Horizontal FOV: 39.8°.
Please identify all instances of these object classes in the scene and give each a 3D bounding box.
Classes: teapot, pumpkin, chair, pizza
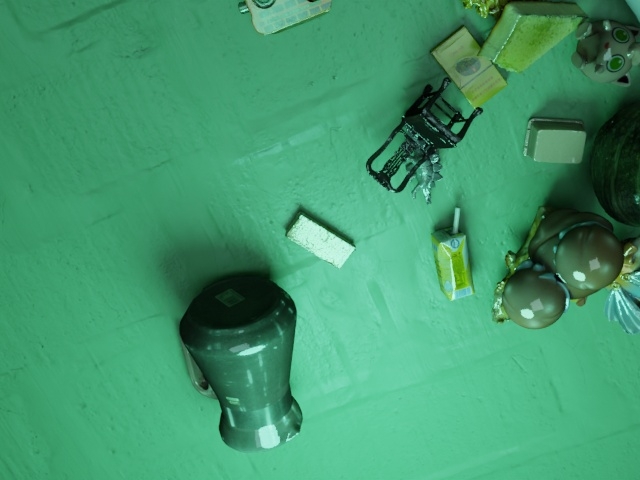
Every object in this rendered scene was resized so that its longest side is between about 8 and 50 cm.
[{"bbox_3d":[-0.180,0.271,1.956,0.300,0.253,0.343,10,123,31],"label":"teapot"},{"bbox_3d":[0.712,-0.158,1.751,0.328,0.291,0.257,-7,105,-8],"label":"pumpkin"},{"bbox_3d":[0.204,-0.203,1.780,0.106,0.113,0.229,39,83,-14],"label":"chair"},{"bbox_3d":[0.479,0.065,1.952,0.189,0.071,0.296,12,112,-27],"label":"pizza"}]

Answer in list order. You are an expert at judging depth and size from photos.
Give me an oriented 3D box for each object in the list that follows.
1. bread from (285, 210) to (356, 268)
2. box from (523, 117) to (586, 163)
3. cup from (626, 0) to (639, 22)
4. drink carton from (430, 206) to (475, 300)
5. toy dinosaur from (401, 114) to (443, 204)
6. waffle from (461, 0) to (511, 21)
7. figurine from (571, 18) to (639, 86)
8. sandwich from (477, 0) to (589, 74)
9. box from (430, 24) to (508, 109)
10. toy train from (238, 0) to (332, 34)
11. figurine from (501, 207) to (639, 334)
[{"bbox_3d":[0.000,0.000,1.941,0.154,0.028,0.068,31,109,-14],"label":"bread"},{"bbox_3d":[0.492,-0.205,1.844,0.122,0.062,0.089,3,113,-2],"label":"box"},{"bbox_3d":[0.712,-0.444,1.665,0.212,0.212,0.317,-35,110,13],"label":"cup"},{"bbox_3d":[0.286,0.026,1.929,0.075,0.084,0.199,-16,112,-5],"label":"drink carton"},{"bbox_3d":[0.210,-0.172,1.864,0.082,0.039,0.208,-18,111,7],"label":"toy dinosaur"},{"bbox_3d":[0.338,-0.526,1.698,0.197,0.070,0.193,15,113,-8],"label":"waffle"},{"bbox_3d":[0.566,-0.373,1.741,0.138,0.125,0.125,9,113,-16],"label":"figurine"},{"bbox_3d":[0.413,-0.395,1.745,0.193,0.058,0.162,-9,144,-32],"label":"sandwich"},{"bbox_3d":[0.303,-0.351,1.799,0.087,0.023,0.155,-36,109,16],"label":"box"},{"bbox_3d":[-0.064,-0.469,1.717,0.188,0.072,0.099,-20,118,7],"label":"toy train"},{"bbox_3d":[0.573,0.071,1.818,0.388,0.248,0.276,20,133,-27],"label":"figurine"}]
